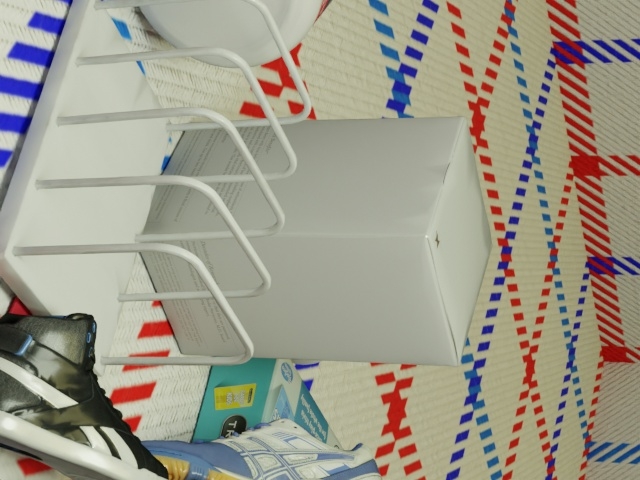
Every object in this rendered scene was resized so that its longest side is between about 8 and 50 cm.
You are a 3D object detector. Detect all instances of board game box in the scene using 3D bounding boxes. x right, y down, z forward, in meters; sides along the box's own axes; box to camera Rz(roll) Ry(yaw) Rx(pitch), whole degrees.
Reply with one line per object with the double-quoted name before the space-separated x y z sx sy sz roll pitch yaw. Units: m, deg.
"board game box" -0.072 0.316 1.570 0.254 0.079 0.336 63 34 -52

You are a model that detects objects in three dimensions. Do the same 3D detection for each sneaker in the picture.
"sneaker" -0.069 0.230 1.421 0.296 0.112 0.131 19 38 -27
"sneaker" -0.184 0.124 1.178 0.217 0.079 0.121 35 63 -45

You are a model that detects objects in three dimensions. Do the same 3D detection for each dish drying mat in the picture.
"dish drying mat" -0.246 0.072 1.188 0.032 0.008 0.083 68 29 -45

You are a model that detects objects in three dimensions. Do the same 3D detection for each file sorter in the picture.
"file sorter" -0.130 -0.050 1.253 0.193 0.173 0.277 63 32 -51

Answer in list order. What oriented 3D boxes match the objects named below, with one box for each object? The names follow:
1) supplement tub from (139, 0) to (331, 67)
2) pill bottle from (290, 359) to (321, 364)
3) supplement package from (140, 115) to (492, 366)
"supplement tub" -0.055 -0.302 1.435 0.272 0.191 0.191 -59 144 -53
"pill bottle" -0.022 0.079 1.714 0.067 0.067 0.120 -61 146 -53
"supplement package" 0.000 0.000 1.445 0.177 0.293 0.175 -68 151 -44
